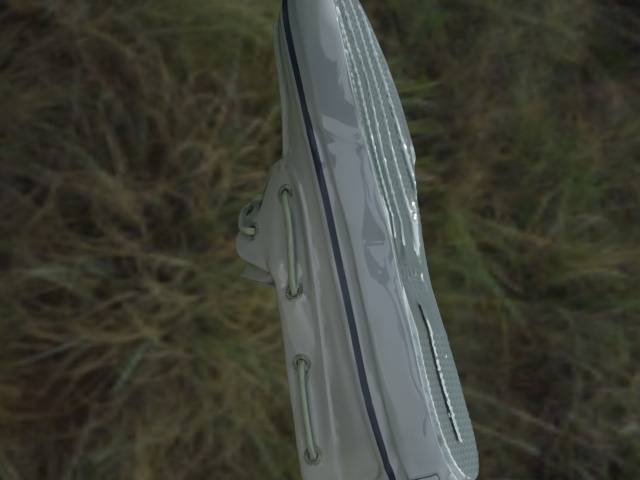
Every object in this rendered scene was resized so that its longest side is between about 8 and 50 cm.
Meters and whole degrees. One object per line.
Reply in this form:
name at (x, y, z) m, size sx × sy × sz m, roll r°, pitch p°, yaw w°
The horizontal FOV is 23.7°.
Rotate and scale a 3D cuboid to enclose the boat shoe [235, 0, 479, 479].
boat shoe at (0.000, 0.000, 0.621) m, size 0.083 × 0.075 × 0.226 m, roll 31°, pitch 45°, yaw -66°
